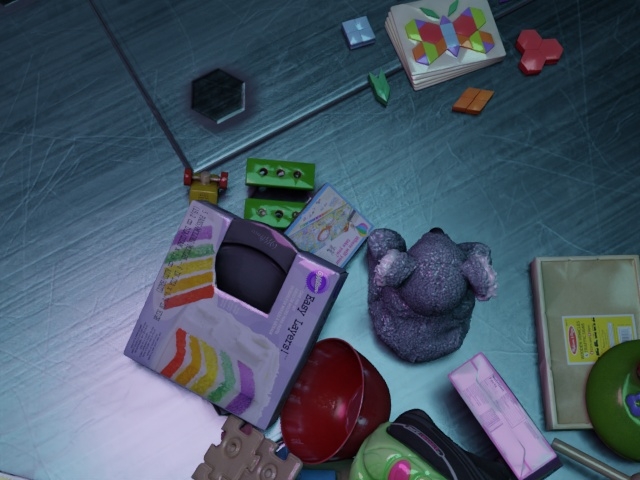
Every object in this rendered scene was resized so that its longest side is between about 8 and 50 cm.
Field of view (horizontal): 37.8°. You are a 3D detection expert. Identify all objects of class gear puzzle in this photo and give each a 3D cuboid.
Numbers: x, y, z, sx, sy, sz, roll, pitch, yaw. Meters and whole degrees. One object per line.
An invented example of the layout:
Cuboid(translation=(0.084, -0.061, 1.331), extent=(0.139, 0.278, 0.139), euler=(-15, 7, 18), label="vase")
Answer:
Cuboid(translation=(-0.149, 0.420, 1.282), extent=(0.175, 0.044, 0.338), euler=(23, 77, 42), label="gear puzzle")

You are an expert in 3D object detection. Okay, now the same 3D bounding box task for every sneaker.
Cuboid(translation=(0.254, 0.407, 1.260), extent=(0.483, 0.185, 0.202), euler=(47, 35, -7), label="sneaker")

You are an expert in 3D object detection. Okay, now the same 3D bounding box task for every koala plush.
Cuboid(translation=(0.161, 0.064, 1.348), extent=(0.196, 0.221, 0.203), euler=(9, 73, -1), label="koala plush")

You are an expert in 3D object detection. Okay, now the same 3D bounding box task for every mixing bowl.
Cuboid(translation=(0.035, 0.238, 1.333), extent=(0.098, 0.181, 0.181), euler=(24, 69, -33), label="mixing bowl")

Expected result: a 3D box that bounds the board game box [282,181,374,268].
Cuboid(translation=(0.000, 0.000, 1.420), extent=(0.103, 0.026, 0.154), euler=(44, 63, -8), label="board game box")

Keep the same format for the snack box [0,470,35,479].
Cuboid(translation=(-0.459, 0.415, 1.291), extent=(0.322, 0.060, 0.187), euler=(15, 72, 2), label="snack box")

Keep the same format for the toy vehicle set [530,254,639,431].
Cuboid(translation=(0.418, 0.154, 1.431), extent=(0.166, 0.035, 0.266), euler=(0, 73, -3), label="toy vehicle set")

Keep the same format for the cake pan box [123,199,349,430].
Cuboid(translation=(-0.121, 0.100, 1.347), extent=(0.246, 0.070, 0.266), euler=(28, 97, 8), label="cake pan box")

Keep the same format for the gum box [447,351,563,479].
Cuboid(translation=(0.261, 0.252, 1.331), extent=(0.062, 0.107, 0.188), euler=(-36, 63, 5), label="gum box")

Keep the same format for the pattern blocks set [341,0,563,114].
Cuboid(translation=(0.215, -0.344, 1.578), extent=(0.325, 0.026, 0.285), euler=(-28, 76, -11), label="pattern blocks set")

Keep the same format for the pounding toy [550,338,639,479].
Cuboid(translation=(0.468, 0.244, 1.330), extent=(0.183, 0.110, 0.237), euler=(35, 74, 8), label="pounding toy")

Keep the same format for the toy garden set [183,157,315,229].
Cuboid(translation=(-0.115, -0.005, 1.446), extent=(0.204, 0.049, 0.244), euler=(4, 74, -5), label="toy garden set")

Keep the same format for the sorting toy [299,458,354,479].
Cuboid(translation=(0.032, 0.427, 1.260), extent=(0.229, 0.041, 0.307), euler=(4, 47, -3), label="sorting toy")
